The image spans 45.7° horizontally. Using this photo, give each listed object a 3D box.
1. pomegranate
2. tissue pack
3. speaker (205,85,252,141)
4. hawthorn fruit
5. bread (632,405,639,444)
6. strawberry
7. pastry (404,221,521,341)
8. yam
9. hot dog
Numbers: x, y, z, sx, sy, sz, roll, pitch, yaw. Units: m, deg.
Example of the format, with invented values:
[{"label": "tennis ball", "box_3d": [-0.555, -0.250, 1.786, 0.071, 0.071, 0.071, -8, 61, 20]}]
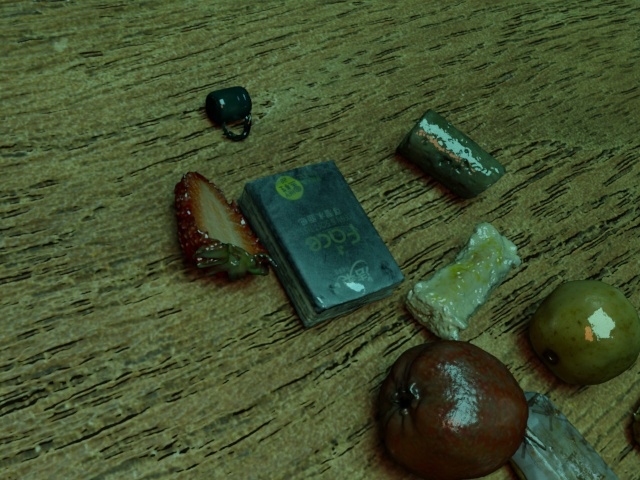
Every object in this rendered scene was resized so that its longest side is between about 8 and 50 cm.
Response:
[{"label": "pomegranate", "box_3d": [0.471, 0.159, 1.335, 0.196, 0.196, 0.196, 12, 56, -18]}, {"label": "tissue pack", "box_3d": [0.000, 0.000, 1.271, 0.185, 0.081, 0.257, -18, 68, -32]}, {"label": "speaker", "box_3d": [-0.156, -0.228, 1.355, 0.075, 0.060, 0.094, -21, 71, -32]}, {"label": "hawthorn fruit", "box_3d": [0.220, 0.263, 1.138, 0.262, 0.210, 0.211, 22, 53, -22]}, {"label": "bread", "box_3d": [0.661, 0.294, 1.390, 0.139, 0.077, 0.271, 39, 51, 7]}, {"label": "strawberry", "box_3d": [-0.167, -0.010, 1.214, 0.167, 0.087, 0.208, 25, 24, -33]}, {"label": "pastry", "box_3d": [0.253, 0.070, 1.337, 0.121, 0.089, 0.258, 46, 51, 2]}, {"label": "yam", "box_3d": [0.254, -0.160, 1.471, 0.194, 0.107, 0.107, 37, 52, -1]}, {"label": "hot dog", "box_3d": [0.382, 0.362, 1.224, 0.144, 0.075, 0.268, -29, 78, -30]}]
